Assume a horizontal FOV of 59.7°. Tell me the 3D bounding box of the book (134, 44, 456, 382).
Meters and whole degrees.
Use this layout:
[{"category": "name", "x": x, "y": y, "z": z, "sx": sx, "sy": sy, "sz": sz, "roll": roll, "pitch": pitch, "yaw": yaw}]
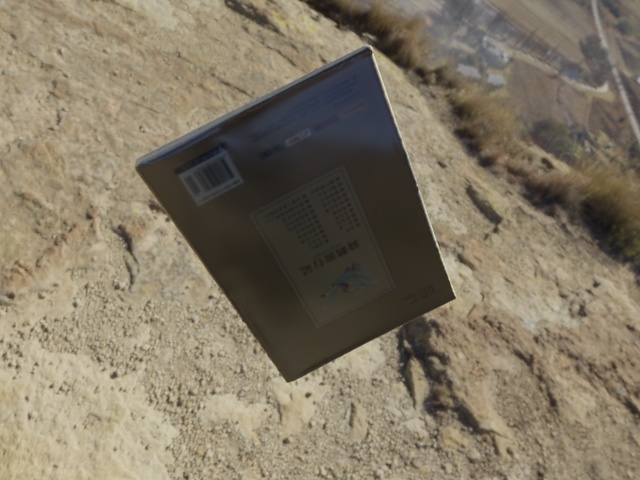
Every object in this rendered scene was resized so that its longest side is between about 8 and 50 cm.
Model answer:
[{"category": "book", "x": 0.000, "y": 0.000, "z": 0.542, "sx": 0.310, "sy": 0.216, "sz": 0.021, "roll": 63, "pitch": 0, "yaw": -37}]
